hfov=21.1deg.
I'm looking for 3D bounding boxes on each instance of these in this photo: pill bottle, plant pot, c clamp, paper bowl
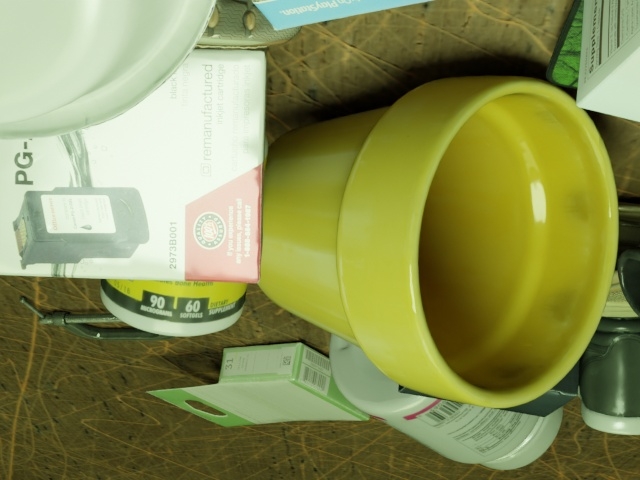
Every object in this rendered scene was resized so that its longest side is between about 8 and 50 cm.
[{"bbox_3d":[-0.105,-0.041,1.356,0.119,0.209,0.119,8,-156,-3],"label":"pill bottle"},{"bbox_3d":[0.071,-0.009,1.387,0.239,0.254,0.254,8,166,45],"label":"plant pot"},{"bbox_3d":[-0.256,0.099,2.037,0.160,0.022,0.137,0,158,17],"label":"c clamp"},{"bbox_3d":[0.144,0.148,1.859,0.160,0.160,0.283,-7,155,31],"label":"pill bottle"},{"bbox_3d":[-0.191,-0.180,0.957,0.284,0.148,0.284,4,130,5],"label":"paper bowl"}]

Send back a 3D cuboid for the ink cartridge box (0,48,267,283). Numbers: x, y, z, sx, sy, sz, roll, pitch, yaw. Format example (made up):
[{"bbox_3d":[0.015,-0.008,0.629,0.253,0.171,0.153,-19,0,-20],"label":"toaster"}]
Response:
[{"bbox_3d":[-0.158,-0.066,1.227,0.237,0.172,0.100,2,-162,-1],"label":"ink cartridge box"}]

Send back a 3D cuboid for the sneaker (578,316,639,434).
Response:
[{"bbox_3d":[0.297,0.089,1.762,0.104,0.147,0.296,4,-170,-2],"label":"sneaker"}]

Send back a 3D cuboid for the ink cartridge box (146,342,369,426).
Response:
[{"bbox_3d":[-0.075,0.185,2.166,0.235,0.056,0.171,-5,156,35],"label":"ink cartridge box"}]

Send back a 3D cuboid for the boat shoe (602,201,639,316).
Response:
[{"bbox_3d":[0.168,0.005,1.555,0.341,0.122,0.110,-3,155,-6],"label":"boat shoe"}]

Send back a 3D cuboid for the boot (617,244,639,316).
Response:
[{"bbox_3d":[0.403,-0.007,1.311,0.222,0.118,0.338,-15,169,-35],"label":"boot"}]

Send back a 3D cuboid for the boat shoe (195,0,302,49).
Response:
[{"bbox_3d":[-0.167,-0.191,1.140,0.324,0.123,0.116,15,165,-5],"label":"boat shoe"}]

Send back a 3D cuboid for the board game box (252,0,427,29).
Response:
[{"bbox_3d":[0.013,-0.254,0.811,0.232,0.141,0.291,-7,147,32],"label":"board game box"}]

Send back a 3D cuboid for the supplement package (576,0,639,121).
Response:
[{"bbox_3d":[0.280,-0.184,0.894,0.199,0.198,0.263,12,158,-13],"label":"supplement package"}]

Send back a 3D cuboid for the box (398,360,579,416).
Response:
[{"bbox_3d":[0.165,0.075,1.664,0.156,0.158,0.093,11,159,-10],"label":"box"}]

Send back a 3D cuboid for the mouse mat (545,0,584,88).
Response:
[{"bbox_3d":[0.269,-0.144,1.238,0.189,0.007,0.153,7,149,-4],"label":"mouse mat"}]
